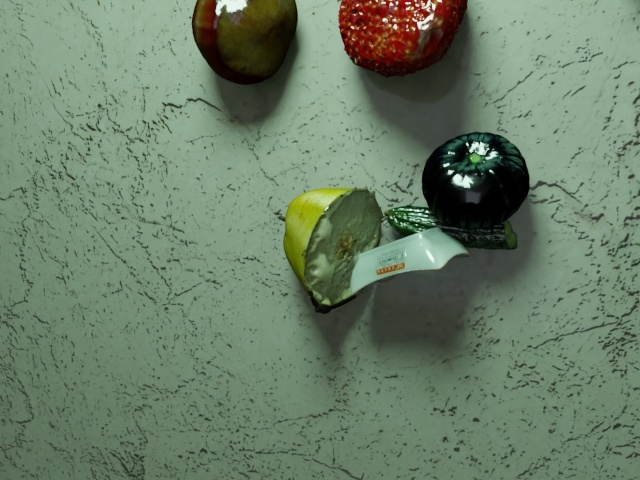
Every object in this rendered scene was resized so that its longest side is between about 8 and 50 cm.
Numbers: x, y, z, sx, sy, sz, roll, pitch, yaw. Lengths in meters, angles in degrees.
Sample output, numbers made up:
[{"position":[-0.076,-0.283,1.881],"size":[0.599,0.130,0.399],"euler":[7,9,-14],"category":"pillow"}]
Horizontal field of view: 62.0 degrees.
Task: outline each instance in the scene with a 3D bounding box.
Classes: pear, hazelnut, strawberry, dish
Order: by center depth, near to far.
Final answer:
[{"position":[0.151,-0.429,0.973],"size":[0.260,0.257,0.261],"euler":[5,105,19],"category":"strawberry"},{"position":[0.162,0.034,1.036],"size":[0.212,0.151,0.077],"euler":[-22,84,38],"category":"dish"},{"position":[-0.159,-0.444,1.087],"size":[0.229,0.229,0.230],"euler":[2,96,15],"category":"hazelnut"},{"position":[0.001,-0.003,1.096],"size":[0.178,0.266,0.267],"euler":[24,103,39],"category":"pear"}]

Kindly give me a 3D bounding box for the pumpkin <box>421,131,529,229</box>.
[{"position":[0.289,-0.111,1.002],"size":[0.201,0.140,0.202],"euler":[-6,52,8],"category":"pumpkin"}]

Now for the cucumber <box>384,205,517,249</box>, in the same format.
[{"position":[0.259,-0.024,1.072],"size":[0.265,0.077,0.077],"euler":[5,97,17],"category":"cucumber"}]
